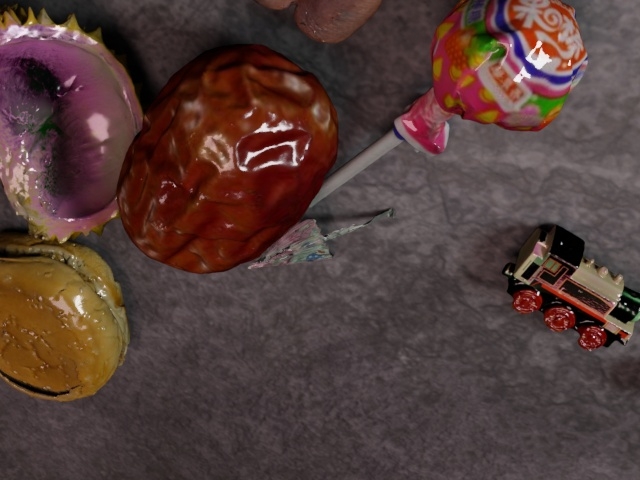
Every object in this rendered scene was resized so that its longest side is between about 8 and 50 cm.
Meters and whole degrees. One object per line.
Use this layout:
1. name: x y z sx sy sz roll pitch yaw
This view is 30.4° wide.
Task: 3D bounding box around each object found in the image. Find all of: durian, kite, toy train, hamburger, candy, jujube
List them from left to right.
1. hamburger: -0.314 0.090 1.365 0.214 0.108 0.213 12 128 15
2. durian: -0.254 -0.129 1.125 0.187 0.153 0.260 -3 129 -2
3. jujube: -0.086 -0.068 1.069 0.174 0.174 0.250 35 133 -9
4. kite: 0.000 0.000 1.157 0.157 0.011 0.139 -21 163 1
5. candy: 0.083 -0.102 1.028 0.124 0.124 0.365 39 142 -13
6. toy train: 0.243 0.048 1.113 0.138 0.050 0.087 30 132 -4

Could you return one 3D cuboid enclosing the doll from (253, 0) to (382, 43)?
1. doll: 0.020 -0.244 0.881 0.201 0.156 0.303 25 140 -7
